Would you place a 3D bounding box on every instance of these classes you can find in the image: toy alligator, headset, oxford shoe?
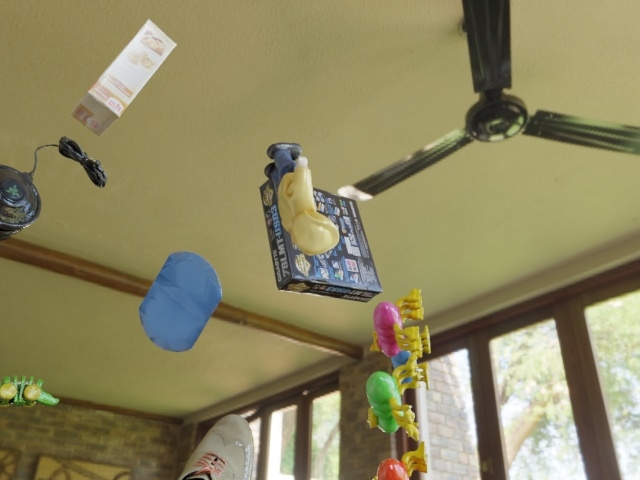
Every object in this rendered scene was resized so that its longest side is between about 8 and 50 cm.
[{"bbox_3d":[-0.563,0.264,1.042,0.189,0.051,0.056,12,-36,-29],"label":"toy alligator"},{"bbox_3d":[-0.609,-0.053,1.149,0.185,0.394,0.243,48,-29,-24],"label":"headset"},{"bbox_3d":[-0.182,0.412,0.995,0.123,0.348,0.130,16,-59,1],"label":"oxford shoe"}]

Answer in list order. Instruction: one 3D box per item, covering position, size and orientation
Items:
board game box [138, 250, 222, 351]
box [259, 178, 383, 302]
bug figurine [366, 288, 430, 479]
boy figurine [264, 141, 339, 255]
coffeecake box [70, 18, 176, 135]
[{"bbox_3d":[-0.230,0.105,0.999,0.133,0.169,0.033,33,5,25],"label":"board game box"},{"bbox_3d":[0.000,0.000,1.490,0.293,0.296,0.073,11,-37,-38],"label":"box"},{"bbox_3d":[0.097,0.194,0.743,0.072,0.279,0.216,-3,-54,14],"label":"bug figurine"},{"bbox_3d":[-0.043,-0.090,1.228,0.092,0.285,0.177,-8,-44,-21],"label":"boy figurine"},{"bbox_3d":[-0.365,-0.297,1.086,0.068,0.185,0.142,40,-26,-25],"label":"coffeecake box"}]
